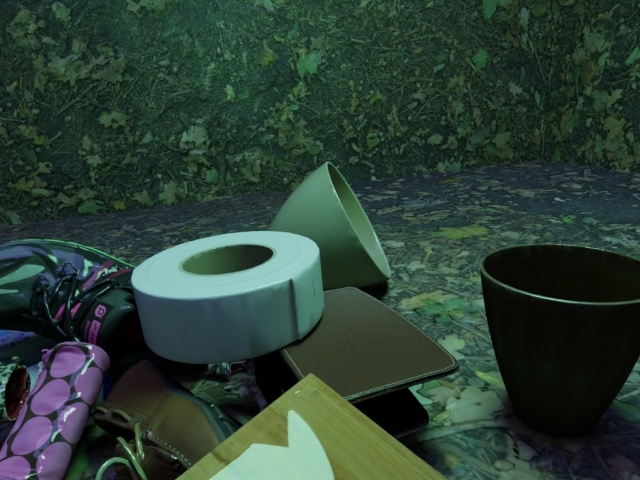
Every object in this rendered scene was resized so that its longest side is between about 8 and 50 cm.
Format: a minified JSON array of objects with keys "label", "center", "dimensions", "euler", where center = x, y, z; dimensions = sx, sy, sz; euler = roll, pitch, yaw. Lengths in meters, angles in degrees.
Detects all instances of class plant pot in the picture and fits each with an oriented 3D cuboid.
[{"label":"plant pot","center":[0.333,0.145,0.608],"dimensions":[0.216,0.230,0.215],"euler":[-4,18,1]}]

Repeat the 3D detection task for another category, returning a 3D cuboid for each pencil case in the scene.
[{"label":"pencil case","center":[-0.373,0.246,0.593],"dimensions":[0.098,0.095,0.209],"euler":[20,37,-18]}]

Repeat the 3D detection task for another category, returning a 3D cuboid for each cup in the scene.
[{"label":"cup","center":[0.000,0.000,1.108],"dimensions":[0.237,0.331,0.331],"euler":[-28,13,14]}]

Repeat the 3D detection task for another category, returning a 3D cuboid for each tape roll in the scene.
[{"label":"tape roll","center":[-0.136,0.072,0.675],"dimensions":[0.286,0.100,0.286],"euler":[-4,17,1]}]

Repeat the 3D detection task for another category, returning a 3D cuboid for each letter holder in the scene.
[{"label":"letter holder","center":[0.038,0.199,0.656],"dimensions":[0.215,0.151,0.302],"euler":[-10,18,-22]}]

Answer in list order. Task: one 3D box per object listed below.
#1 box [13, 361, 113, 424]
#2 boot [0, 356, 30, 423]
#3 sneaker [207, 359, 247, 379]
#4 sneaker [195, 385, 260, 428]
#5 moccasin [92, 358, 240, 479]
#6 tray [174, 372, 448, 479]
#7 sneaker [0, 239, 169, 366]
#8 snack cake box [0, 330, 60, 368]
[{"label":"box","center":[-0.442,0.254,0.728],"dimensions":[0.126,0.072,0.137],"euler":[12,25,42]},{"label":"boot","center":[-0.532,0.208,0.652],"dimensions":[0.179,0.085,0.236],"euler":[-11,29,-13]},{"label":"sneaker","center":[-0.155,0.222,0.818],"dimensions":[0.057,0.047,0.119],"euler":[21,31,25]},{"label":"sneaker","center":[-0.114,0.259,0.640],"dimensions":[0.188,0.066,0.071],"euler":[13,23,42]},{"label":"moccasin","center":[-0.188,0.262,0.534],"dimensions":[0.380,0.139,0.147],"euler":[12,46,43]},{"label":"tray","center":[0.078,0.280,0.292],"dimensions":[0.411,0.076,0.203],"euler":[30,34,28]},{"label":"sneaker","center":[-0.401,0.112,0.767],"dimensions":[0.483,0.185,0.202],"euler":[11,1,-17]},{"label":"snack cake box","center":[-0.597,0.219,0.853],"dimensions":[0.264,0.089,0.152],"euler":[-19,21,-38]}]
